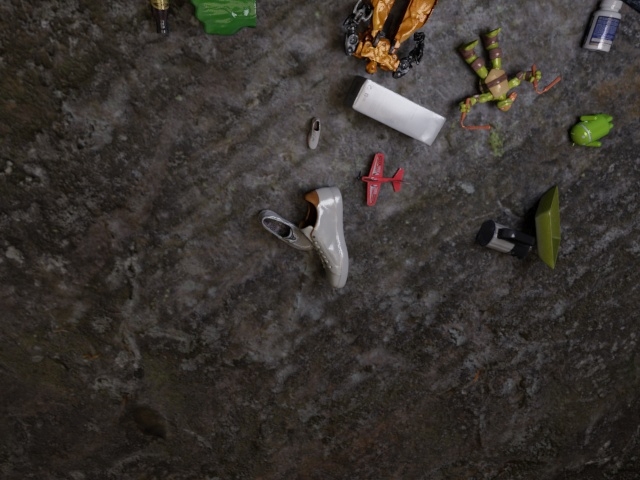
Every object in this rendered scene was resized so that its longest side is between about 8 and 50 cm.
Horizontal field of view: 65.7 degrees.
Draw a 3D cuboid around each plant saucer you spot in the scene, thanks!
[{"bbox_3d":[0.664,-0.041,1.448,0.045,0.188,0.188,0,119,32],"label":"plant saucer"}]

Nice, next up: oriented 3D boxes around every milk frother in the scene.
[{"bbox_3d":[0.560,-0.037,1.463,0.135,0.143,0.129,18,153,-15],"label":"milk frother"}]

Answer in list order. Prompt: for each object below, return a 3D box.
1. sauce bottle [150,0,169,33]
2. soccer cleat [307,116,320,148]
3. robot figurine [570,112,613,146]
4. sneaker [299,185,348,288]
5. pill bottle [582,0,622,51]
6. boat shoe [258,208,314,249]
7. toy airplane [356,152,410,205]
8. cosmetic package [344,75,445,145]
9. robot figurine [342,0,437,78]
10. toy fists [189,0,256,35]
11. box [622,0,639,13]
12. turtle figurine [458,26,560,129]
[{"bbox_3d":[-0.361,-0.534,1.115,0.042,0.042,0.128,-5,114,-8],"label":"sauce bottle"},{"bbox_3d":[-0.015,-0.277,1.285,0.029,0.035,0.083,6,111,-12],"label":"soccer cleat"},{"bbox_3d":[0.755,-0.310,1.387,0.115,0.067,0.101,-28,126,3],"label":"robot figurine"},{"bbox_3d":[0.000,0.000,1.360,0.123,0.106,0.289,-13,104,-22],"label":"sneaker"},{"bbox_3d":[0.732,-0.554,1.281,0.067,0.067,0.120,6,112,-12],"label":"pill bottle"},{"bbox_3d":[-0.088,-0.023,1.363,0.184,0.063,0.066,38,101,-22],"label":"boat shoe"},{"bbox_3d":[0.173,-0.170,1.367,0.152,0.028,0.151,-4,114,-8],"label":"toy airplane"},{"bbox_3d":[0.185,-0.329,1.256,0.231,0.117,0.085,23,107,-16],"label":"cosmetic package"},{"bbox_3d":[0.174,-0.538,1.183,0.211,0.085,0.290,20,107,-17],"label":"robot figurine"},{"bbox_3d":[-0.226,-0.599,1.085,0.143,0.096,0.278,-8,111,-16],"label":"toy fists"},{"bbox_3d":[0.865,-0.617,1.228,0.156,0.158,0.093,22,106,-17],"label":"box"},{"bbox_3d":[0.459,-0.425,1.278,0.270,0.087,0.217,-25,107,10],"label":"turtle figurine"}]
